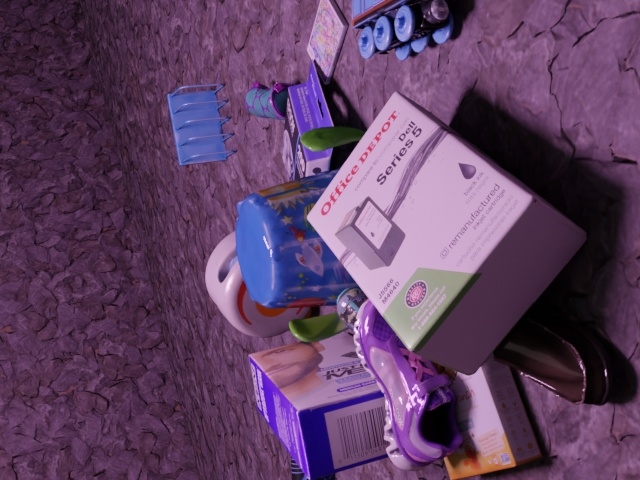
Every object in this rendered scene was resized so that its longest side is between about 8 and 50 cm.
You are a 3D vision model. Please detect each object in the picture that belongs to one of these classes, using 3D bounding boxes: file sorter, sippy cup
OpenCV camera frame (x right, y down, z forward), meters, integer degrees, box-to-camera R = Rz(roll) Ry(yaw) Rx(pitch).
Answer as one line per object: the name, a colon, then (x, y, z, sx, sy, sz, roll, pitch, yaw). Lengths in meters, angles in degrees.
file sorter: (-0.273, -0.273, 1.801, 0.104, 0.118, 0.170, -10, 90, 63)
sippy cup: (0.000, 0.000, 1.139, 0.240, 0.224, 0.306, 166, 94, -67)

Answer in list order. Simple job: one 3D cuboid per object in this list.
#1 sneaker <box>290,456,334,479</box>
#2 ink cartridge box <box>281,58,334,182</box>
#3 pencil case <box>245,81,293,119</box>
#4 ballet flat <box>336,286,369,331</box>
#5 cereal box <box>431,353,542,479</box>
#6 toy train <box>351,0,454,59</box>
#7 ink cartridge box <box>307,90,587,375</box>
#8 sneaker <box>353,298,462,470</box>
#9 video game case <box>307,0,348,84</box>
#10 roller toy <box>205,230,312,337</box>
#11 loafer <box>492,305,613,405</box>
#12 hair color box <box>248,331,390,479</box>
sneaker: (-0.021, 0.440, 1.566, 0.090, 0.081, 0.232, -131, 45, -55)
ink cartridge box: (-0.024, -0.161, 1.296, 0.208, 0.045, 0.206, 100, 162, -45)
pencil case: (-0.089, -0.261, 1.440, 0.151, 0.064, 0.070, 20, 130, 64)
ballet flat: (0.084, 0.128, 1.104, 0.188, 0.070, 0.070, 37, -160, -52)
cereal box: (0.184, 0.180, 1.007, 0.173, 0.047, 0.240, 127, 129, -62)
toy train: (0.102, -0.291, 0.971, 0.184, 0.080, 0.105, 180, 87, -67)
ink cartridge box: (0.126, -0.017, 0.876, 0.198, 0.114, 0.273, -54, 40, 13)
sneaker: (0.121, 0.179, 0.990, 0.104, 0.095, 0.236, -23, 82, 62)
video game case: (0.009, -0.327, 1.251, 0.122, 0.011, 0.087, 111, 142, -51)
roller toy: (-0.111, 0.082, 1.470, 0.146, 0.191, 0.209, -141, 46, -56)
loafer: (0.225, 0.120, 0.848, 0.220, 0.078, 0.080, -146, 50, -60)
hair color box: (0.015, 0.239, 1.198, 0.339, 0.185, 0.110, -170, 69, -73)
